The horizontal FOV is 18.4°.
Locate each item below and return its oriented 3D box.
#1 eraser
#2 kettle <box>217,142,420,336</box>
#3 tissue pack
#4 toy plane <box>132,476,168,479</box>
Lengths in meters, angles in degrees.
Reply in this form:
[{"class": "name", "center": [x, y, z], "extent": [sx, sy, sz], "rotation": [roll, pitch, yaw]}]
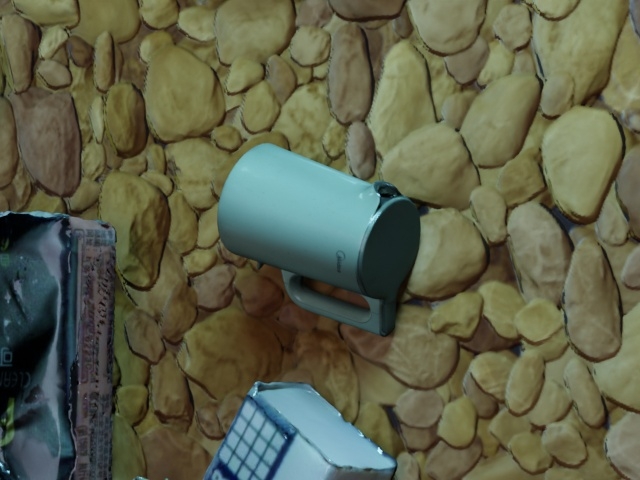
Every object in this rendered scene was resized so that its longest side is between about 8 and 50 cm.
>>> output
[{"class": "eraser", "center": [-0.059, 0.271, 1.665], "extent": [0.130, 0.086, 0.287], "rotation": [41, 110, 36]}, {"class": "kettle", "center": [-0.003, -0.002, 1.637], "extent": [0.148, 0.098, 0.127], "rotation": [20, 94, 31]}, {"class": "tissue pack", "center": [-0.296, 0.138, 1.817], "extent": [0.245, 0.123, 0.332], "rotation": [1, 88, 37]}, {"class": "toy plane", "center": [-0.195, 0.310, 1.666], "extent": [0.244, 0.092, 0.229], "rotation": [-48, 20, 31]}]
